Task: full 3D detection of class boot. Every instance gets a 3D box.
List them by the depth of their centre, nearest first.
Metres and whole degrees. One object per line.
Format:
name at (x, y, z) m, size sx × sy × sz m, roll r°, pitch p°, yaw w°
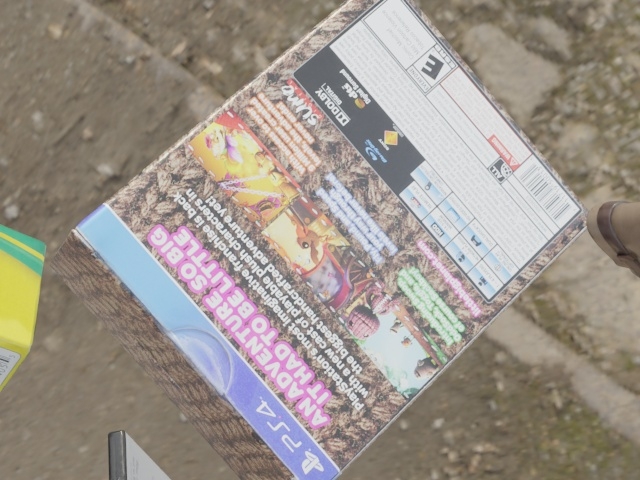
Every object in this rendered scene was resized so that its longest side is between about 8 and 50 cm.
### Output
boot at (0.159, -0.006, 0.629) m, size 0.042 × 0.087 × 0.118 m, roll -49°, pitch 121°, yaw -14°

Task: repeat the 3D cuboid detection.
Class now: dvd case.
dvd case at (-0.183, 0.342, 1.503) m, size 0.022 × 0.253 × 0.180 m, roll -12°, pitch 58°, yaw 8°

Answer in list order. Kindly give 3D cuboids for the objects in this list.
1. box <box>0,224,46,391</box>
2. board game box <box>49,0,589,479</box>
box at (-0.172, 0.012, 0.329) m, size 0.179 × 0.105 × 0.043 m, roll 23°, pitch 38°, yaw -25°
board game box at (0.000, 0.000, 0.944) m, size 0.291 × 0.141 × 0.232 m, roll -42°, pitch 94°, yaw -19°
